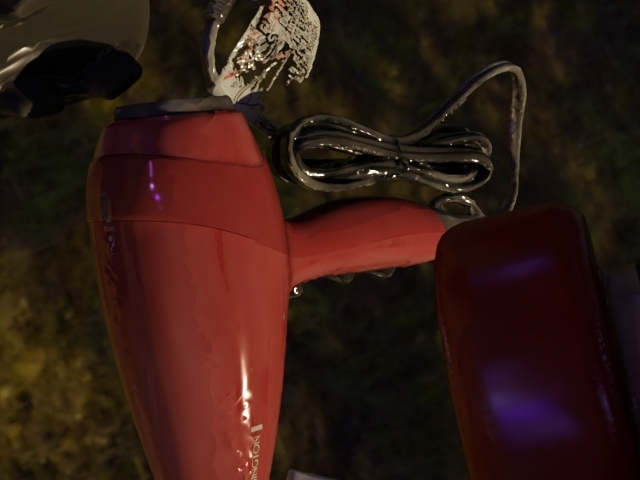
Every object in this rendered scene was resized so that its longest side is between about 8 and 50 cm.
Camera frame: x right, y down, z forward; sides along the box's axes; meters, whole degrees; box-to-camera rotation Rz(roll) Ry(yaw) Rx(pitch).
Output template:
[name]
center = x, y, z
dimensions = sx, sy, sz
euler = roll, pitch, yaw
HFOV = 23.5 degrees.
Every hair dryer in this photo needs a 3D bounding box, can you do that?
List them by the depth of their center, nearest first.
[hair dryer]
center = 0.000, 0.000, 0.674
dimensions = 0.224, 0.080, 0.293
euler = 37, 68, -29

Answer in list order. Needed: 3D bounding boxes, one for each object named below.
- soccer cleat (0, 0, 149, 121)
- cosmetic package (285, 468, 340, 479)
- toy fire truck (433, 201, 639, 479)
[soccer cleat]
center = -0.205, -0.079, 0.607
dimensions = 0.289, 0.121, 0.093
euler = -15, 121, -37
[cosmetic package]
center = 0.022, 0.371, 1.092
dimensions = 0.155, 0.197, 0.365
euler = 95, 11, -62
[toy fire truck]
center = 0.141, 0.121, 0.365
dimensions = 0.302, 0.169, 0.253
euler = -89, 163, -55
